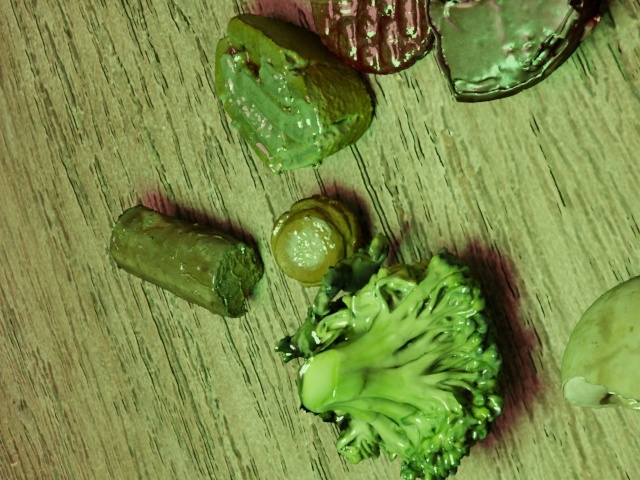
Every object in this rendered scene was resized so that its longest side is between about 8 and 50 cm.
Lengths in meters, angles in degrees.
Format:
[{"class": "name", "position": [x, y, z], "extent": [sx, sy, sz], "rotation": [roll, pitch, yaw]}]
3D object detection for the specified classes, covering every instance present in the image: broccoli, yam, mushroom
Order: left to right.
[{"class": "yam", "position": [-0.210, 0.031, 2.244], "extent": [0.238, 0.129, 0.128], "rotation": [22, 117, 34]}, {"class": "broccoli", "position": [0.106, 0.166, 1.979], "extent": [0.334, 0.272, 0.324], "rotation": [-6, 60, 47]}, {"class": "mushroom", "position": [0.434, 0.136, 1.739], "extent": [0.254, 0.195, 0.189], "rotation": [9, 76, 44]}]

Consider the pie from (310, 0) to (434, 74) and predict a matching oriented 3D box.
[{"class": "pie", "position": [0.078, -0.333, 1.952], "extent": [0.219, 0.054, 0.204], "rotation": [23, 116, 30]}]

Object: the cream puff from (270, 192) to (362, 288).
[{"class": "cream puff", "position": [0.000, -0.004, 2.081], "extent": [0.126, 0.103, 0.144], "rotation": [49, 129, 1]}]

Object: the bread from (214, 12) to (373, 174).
[{"class": "bread", "position": [-0.056, -0.213, 2.050], "extent": [0.257, 0.124, 0.186], "rotation": [48, 128, 20]}]

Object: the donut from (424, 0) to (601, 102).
[{"class": "donut", "position": [0.235, -0.362, 1.763], "extent": [0.259, 0.136, 0.345], "rotation": [-19, 92, 39]}]
